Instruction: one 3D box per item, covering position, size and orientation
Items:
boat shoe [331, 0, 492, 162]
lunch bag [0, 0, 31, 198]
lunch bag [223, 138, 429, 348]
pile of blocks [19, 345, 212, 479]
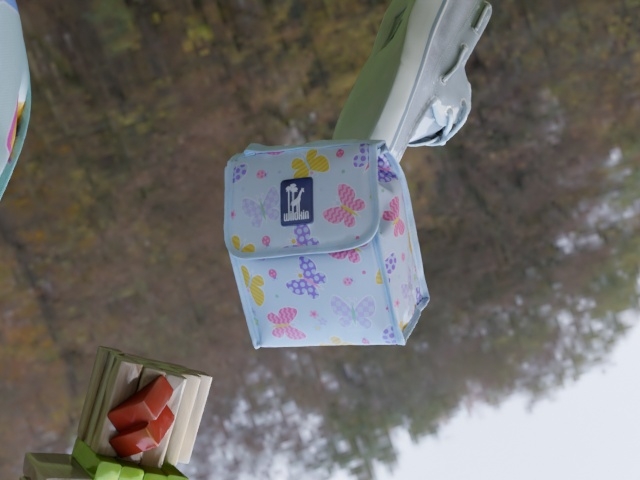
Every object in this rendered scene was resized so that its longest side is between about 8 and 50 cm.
[{"bbox_3d":[0.076,-0.113,1.035,0.079,0.081,0.227,-39,-157,49],"label":"boat shoe"},{"bbox_3d":[-0.206,-0.076,0.437,0.108,0.279,0.224,-4,-135,20],"label":"lunch bag"},{"bbox_3d":[0.000,0.000,0.594,0.071,0.083,0.053,-2,-158,22],"label":"lunch bag"},{"bbox_3d":[-0.209,0.254,1.227,0.362,0.149,0.113,-51,-158,-8],"label":"pile of blocks"}]
